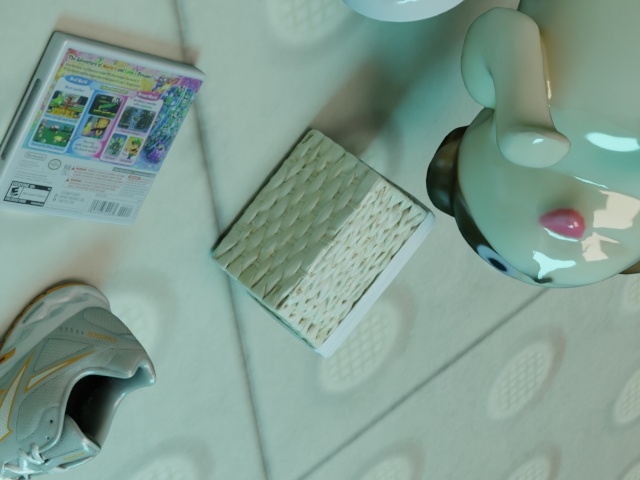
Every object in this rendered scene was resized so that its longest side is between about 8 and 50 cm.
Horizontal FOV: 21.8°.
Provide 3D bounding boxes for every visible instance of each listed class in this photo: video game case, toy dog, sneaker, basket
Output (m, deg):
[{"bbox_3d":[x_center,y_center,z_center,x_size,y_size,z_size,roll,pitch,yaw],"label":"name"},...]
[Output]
[{"bbox_3d":[-0.174,-0.082,1.289,0.157,0.019,0.143,9,114,-52],"label":"video game case"},{"bbox_3d":[0.231,-0.147,1.392,0.285,0.395,0.408,14,114,-11],"label":"toy dog"},{"bbox_3d":[-0.244,0.159,1.337,0.262,0.121,0.099,-49,146,-5],"label":"sneaker"},{"bbox_3d":[0.000,0.000,1.488,0.167,0.113,0.103,-52,144,0],"label":"basket"}]

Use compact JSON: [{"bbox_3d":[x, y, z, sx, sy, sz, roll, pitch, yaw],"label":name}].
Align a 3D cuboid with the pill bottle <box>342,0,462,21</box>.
[{"bbox_3d":[0.043,-0.314,1.185,0.181,0.181,0.323,-39,145,-18],"label":"pill bottle"}]
